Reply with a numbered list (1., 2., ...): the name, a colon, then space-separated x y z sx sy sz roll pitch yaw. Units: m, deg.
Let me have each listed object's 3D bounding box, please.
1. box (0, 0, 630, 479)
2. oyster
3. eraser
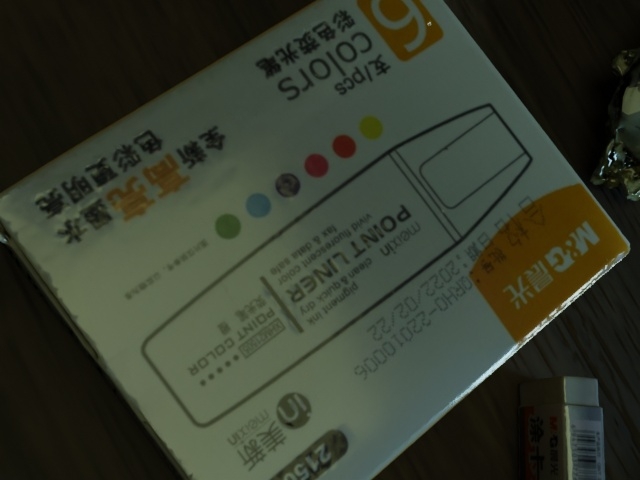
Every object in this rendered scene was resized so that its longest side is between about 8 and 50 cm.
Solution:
1. box: 0.000 0.000 0.435 0.274 0.091 0.221 -39 90 -20
2. oyster: 0.238 -0.100 0.548 0.166 0.053 0.108 -37 107 -27
3. eraser: 0.137 0.140 0.459 0.029 0.052 0.122 8 74 -15
